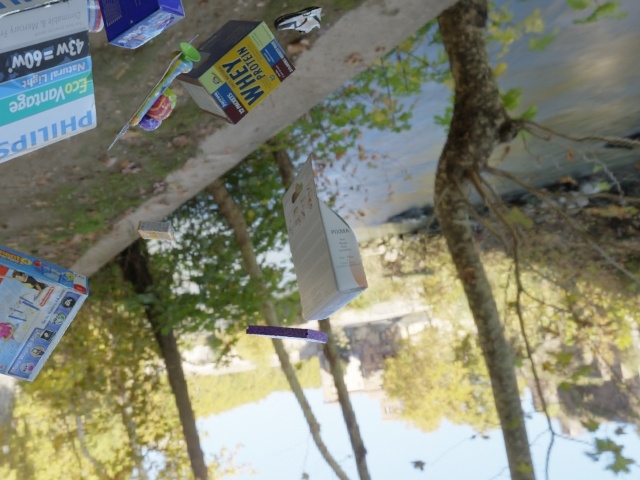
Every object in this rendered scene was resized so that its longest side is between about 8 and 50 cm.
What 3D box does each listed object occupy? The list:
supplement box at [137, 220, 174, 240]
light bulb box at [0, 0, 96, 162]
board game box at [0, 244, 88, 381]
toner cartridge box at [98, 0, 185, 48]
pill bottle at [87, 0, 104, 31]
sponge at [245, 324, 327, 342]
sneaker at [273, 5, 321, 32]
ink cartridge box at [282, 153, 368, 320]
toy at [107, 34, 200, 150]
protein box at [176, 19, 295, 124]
[{"bbox_3d":[-0.512,-0.031,1.909,0.099,0.036,0.062,4,155,3],"label":"supplement box"},{"bbox_3d":[-0.570,-0.276,0.844,0.358,0.361,0.225,-35,153,-39],"label":"light bulb box"},{"bbox_3d":[-0.782,0.172,1.494,0.302,0.086,0.308,28,107,-32],"label":"board game box"},{"bbox_3d":[-0.404,-0.600,1.280,0.165,0.347,0.075,-17,175,33],"label":"toner cartridge box"},{"bbox_3d":[-0.706,-0.624,1.639,0.222,0.124,0.124,-15,178,-40],"label":"pill bottle"},{"bbox_3d":[-0.097,0.269,1.770,0.210,0.031,0.117,-1,166,29],"label":"sponge"},{"bbox_3d":[-0.040,-0.417,1.176,0.109,0.043,0.040,-26,-142,-27],"label":"sneaker"},{"bbox_3d":[0.000,0.000,0.787,0.045,0.179,0.145,-3,161,-20],"label":"ink cartridge box"},{"bbox_3d":[-0.292,-0.259,1.123,0.056,0.136,0.237,36,125,-16],"label":"toy"},{"bbox_3d":[-0.207,-0.399,1.433,0.200,0.136,0.201,-45,-145,-9],"label":"protein box"}]
